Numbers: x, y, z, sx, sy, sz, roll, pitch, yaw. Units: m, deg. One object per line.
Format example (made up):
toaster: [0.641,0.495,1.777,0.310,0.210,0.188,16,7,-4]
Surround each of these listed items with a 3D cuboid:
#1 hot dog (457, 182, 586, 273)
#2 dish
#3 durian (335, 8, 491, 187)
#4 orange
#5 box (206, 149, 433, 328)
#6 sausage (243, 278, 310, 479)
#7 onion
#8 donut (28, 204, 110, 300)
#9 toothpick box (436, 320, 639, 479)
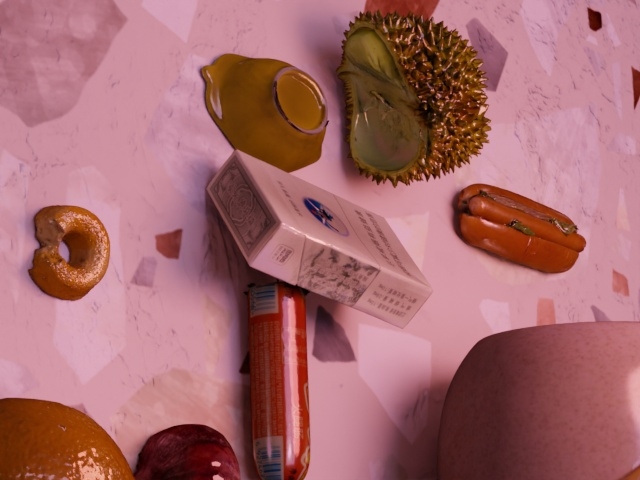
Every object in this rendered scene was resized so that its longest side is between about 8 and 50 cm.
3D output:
hot dog: [0.289,-0.017,2.458,0.249,0.068,0.100,17,63,-41]
dish: [-0.051,-0.168,2.170,0.208,0.080,0.148,35,53,-33]
durian: [0.125,-0.186,2.261,0.177,0.200,0.237,-8,71,-23]
orange: [-0.286,0.262,1.677,0.236,0.236,0.236,18,63,-40]
box: [0.000,0.000,2.106,0.256,0.069,0.164,24,22,-37]
sausage: [-0.050,0.182,2.047,0.083,0.083,0.264,13,68,-42]
onion: [-0.147,0.288,1.891,0.151,0.098,0.206,27,58,-37]
donut: [-0.272,0.011,1.912,0.097,0.043,0.108,11,72,-41]
toothpick box: [0.338,0.328,2.137,0.409,0.409,0.425,9,74,-43]
